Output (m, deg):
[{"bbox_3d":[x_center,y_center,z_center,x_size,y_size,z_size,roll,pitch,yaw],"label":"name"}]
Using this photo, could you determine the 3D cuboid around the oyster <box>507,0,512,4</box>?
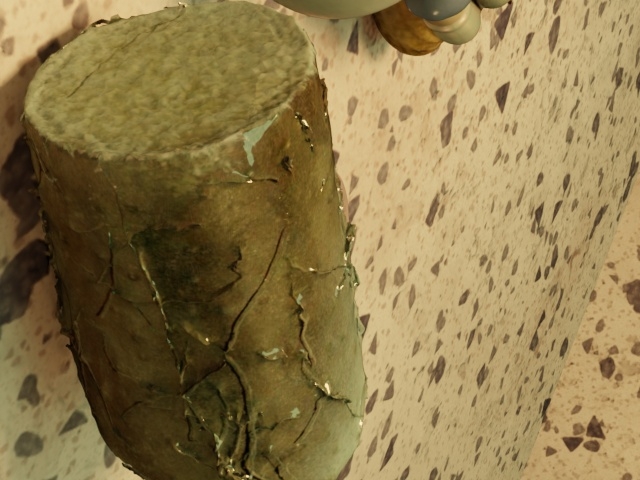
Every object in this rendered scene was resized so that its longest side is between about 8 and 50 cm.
[{"bbox_3d":[0.178,-0.370,1.224,0.259,0.092,0.198,11,57,-62],"label":"oyster"}]

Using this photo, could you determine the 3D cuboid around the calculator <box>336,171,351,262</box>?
[{"bbox_3d":[0.000,0.000,1.209,0.103,0.024,0.166,6,84,-56],"label":"calculator"}]

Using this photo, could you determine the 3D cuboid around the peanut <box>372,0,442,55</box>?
[{"bbox_3d":[0.098,-0.287,1.161,0.095,0.108,0.226,-52,147,-26],"label":"peanut"}]

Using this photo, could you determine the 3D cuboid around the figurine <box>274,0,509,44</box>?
[{"bbox_3d":[0.083,-0.281,0.950,0.381,0.205,0.225,4,131,-49],"label":"figurine"}]

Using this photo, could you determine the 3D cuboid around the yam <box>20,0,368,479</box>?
[{"bbox_3d":[-0.086,0.012,0.835,0.241,0.241,0.348,-48,145,-40],"label":"yam"}]
